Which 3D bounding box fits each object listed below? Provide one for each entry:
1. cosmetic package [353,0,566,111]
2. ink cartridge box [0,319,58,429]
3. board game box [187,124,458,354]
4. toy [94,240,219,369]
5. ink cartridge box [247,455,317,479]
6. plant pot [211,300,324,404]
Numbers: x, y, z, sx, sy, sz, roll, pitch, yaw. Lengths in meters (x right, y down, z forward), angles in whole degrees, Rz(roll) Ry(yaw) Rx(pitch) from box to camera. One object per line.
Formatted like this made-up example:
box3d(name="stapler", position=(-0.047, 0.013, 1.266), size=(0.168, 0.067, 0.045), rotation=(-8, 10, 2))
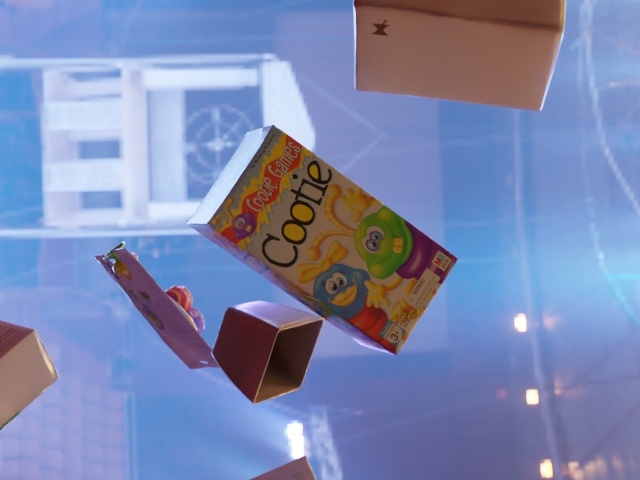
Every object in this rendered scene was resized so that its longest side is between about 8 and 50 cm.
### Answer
box3d(name="cosmetic package", position=(0.180, -0.392, 1.464), size=(0.161, 0.230, 0.453), rotation=(89, 10, -61))
box3d(name="ink cartridge box", position=(-0.486, 0.177, 1.621), size=(0.160, 0.219, 0.092), rotation=(-45, 131, -38))
box3d(name="board game box", position=(0.000, 0.000, 1.475), size=(0.144, 0.275, 0.142), rotation=(-57, -167, -8))
box3d(name="toy", position=(-0.231, 0.093, 1.856), size=(0.237, 0.056, 0.137), rotation=(48, -26, -16))
box3d(name="ink cartridge box", position=(-0.081, 0.496, 1.674), size=(0.130, 0.272, 0.309), rotation=(77, -10, -51))
box3d(name="plant pot", position=(-0.076, 0.134, 1.592), size=(0.109, 0.096, 0.109), rotation=(-10, 124, -56))
